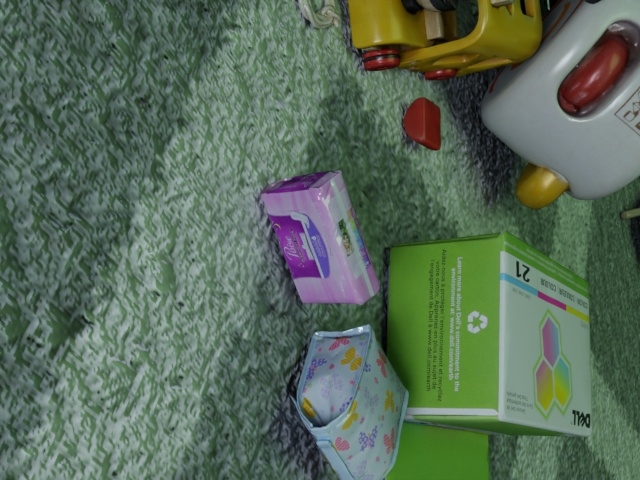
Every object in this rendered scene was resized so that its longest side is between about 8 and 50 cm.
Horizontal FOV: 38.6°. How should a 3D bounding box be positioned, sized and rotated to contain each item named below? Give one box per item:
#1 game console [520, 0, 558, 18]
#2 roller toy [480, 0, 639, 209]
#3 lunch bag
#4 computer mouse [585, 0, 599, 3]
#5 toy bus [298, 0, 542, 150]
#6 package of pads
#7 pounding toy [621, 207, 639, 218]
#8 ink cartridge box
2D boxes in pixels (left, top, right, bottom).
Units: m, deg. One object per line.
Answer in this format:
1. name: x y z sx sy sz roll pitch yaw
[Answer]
1. game console: 0.241 -0.350 0.995 0.213 0.044 0.361 3 82 -58
2. roller toy: 0.251 -0.137 0.805 0.146 0.191 0.209 39 61 -5
3. lunch bag: 0.017 0.106 0.565 0.071 0.053 0.083 59 31 -35
4. computer mouse: 0.186 -0.310 0.766 0.262 0.060 0.184 -115 -146 -65
5. toy bus: 0.096 -0.183 0.688 0.191 0.104 0.202 53 43 -37
6. package of pads: 0.000 0.000 0.560 0.032 0.050 0.083 -42 119 -45
7. pounding toy: 0.491 -0.033 1.253 0.130 0.141 0.100 -61 134 -61
8. ink cartridge box: 0.133 0.141 0.694 0.189 0.097 0.255 22 65 -53
